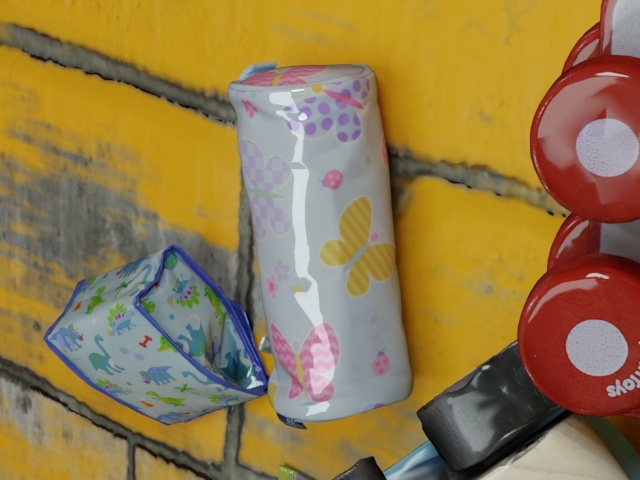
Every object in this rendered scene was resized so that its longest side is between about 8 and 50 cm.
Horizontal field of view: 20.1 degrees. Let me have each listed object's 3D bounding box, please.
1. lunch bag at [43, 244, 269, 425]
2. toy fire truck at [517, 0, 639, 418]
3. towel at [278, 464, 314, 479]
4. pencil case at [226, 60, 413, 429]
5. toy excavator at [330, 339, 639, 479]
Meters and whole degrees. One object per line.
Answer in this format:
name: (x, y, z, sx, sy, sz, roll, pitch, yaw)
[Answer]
lunch bag: (-0.130, 0.090, 1.517, 0.129, 0.096, 0.151, -21, 119, 42)
toy fire truck: (0.264, -0.017, 1.126, 0.254, 0.169, 0.302, 6, 109, 13)
towel: (-0.007, 0.228, 1.509, 0.083, 0.009, 0.060, 28, 120, 31)
pencil case: (0.000, 0.000, 1.366, 0.124, 0.113, 0.273, 14, 114, 58)
toy excavator: (0.044, 0.289, 1.349, 0.222, 0.433, 0.445, 55, 174, 8)
